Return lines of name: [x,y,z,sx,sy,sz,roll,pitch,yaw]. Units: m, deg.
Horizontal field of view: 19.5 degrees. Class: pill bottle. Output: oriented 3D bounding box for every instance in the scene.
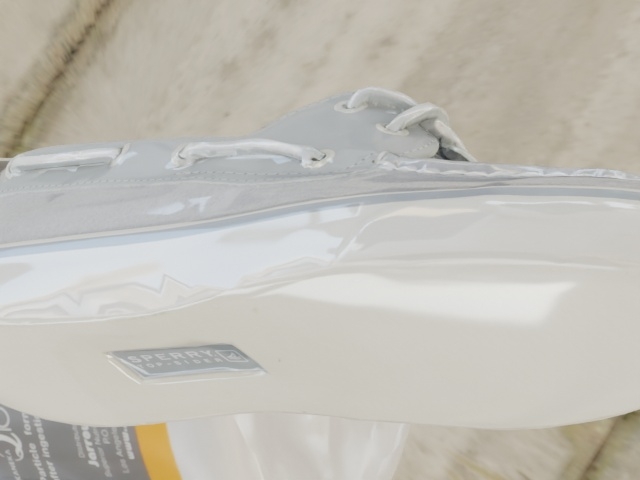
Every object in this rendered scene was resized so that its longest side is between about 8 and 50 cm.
pill bottle: [-0.112,0.044,0.778,0.278,0.162,0.162,-1,-87,33]

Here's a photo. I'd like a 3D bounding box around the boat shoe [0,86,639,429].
boat shoe: [0.000,0.000,0.371,0.066,0.184,0.063,41,-128,-40]
